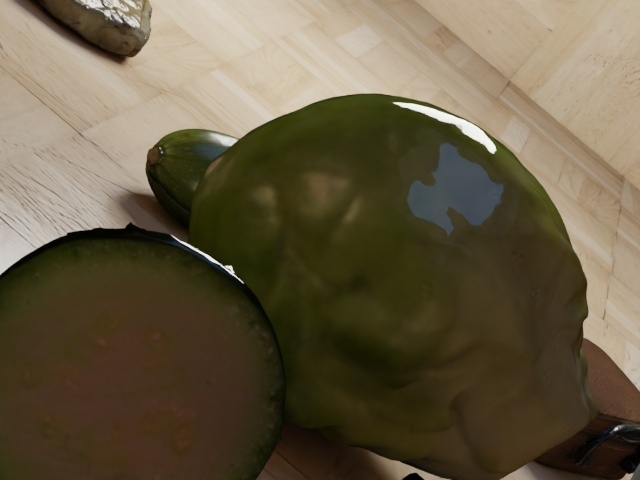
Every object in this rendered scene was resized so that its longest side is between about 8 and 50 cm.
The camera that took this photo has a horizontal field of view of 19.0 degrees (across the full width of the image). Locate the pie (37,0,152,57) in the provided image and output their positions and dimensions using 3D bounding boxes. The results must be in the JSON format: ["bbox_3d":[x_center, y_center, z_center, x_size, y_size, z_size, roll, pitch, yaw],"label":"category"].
[{"bbox_3d":[-0.229,-0.244,1.755,0.195,0.046,0.195,38,15,-12],"label":"pie"}]

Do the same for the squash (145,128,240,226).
[{"bbox_3d":[0.000,0.000,1.538,0.341,0.094,0.094,29,19,-27],"label":"squash"}]

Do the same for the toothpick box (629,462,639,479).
[{"bbox_3d":[0.420,0.275,1.458,0.354,0.263,0.263,28,20,-42],"label":"toothpick box"}]

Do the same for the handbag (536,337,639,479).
[{"bbox_3d":[0.216,0.140,1.679,0.193,0.072,0.151,23,23,-51],"label":"handbag"}]

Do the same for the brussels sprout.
[{"bbox_3d":[0.043,0.031,1.299,0.316,0.242,0.274,44,-9,27],"label":"brussels sprout"}]

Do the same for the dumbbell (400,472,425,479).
[{"bbox_3d":[0.079,0.194,1.272,0.083,0.040,0.036,41,47,5],"label":"dumbbell"}]

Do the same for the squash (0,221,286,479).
[{"bbox_3d":[-0.107,0.070,0.976,0.170,0.170,0.123,36,0,-13],"label":"squash"}]
